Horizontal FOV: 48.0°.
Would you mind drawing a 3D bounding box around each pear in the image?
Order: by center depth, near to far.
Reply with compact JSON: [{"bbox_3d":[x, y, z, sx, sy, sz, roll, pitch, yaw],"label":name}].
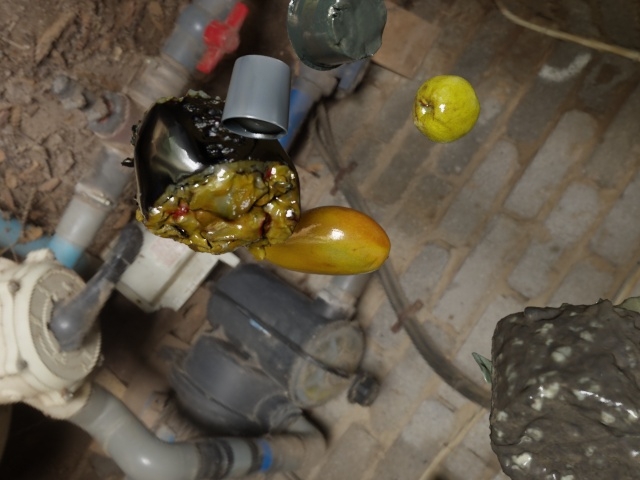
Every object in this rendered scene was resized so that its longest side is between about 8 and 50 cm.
[{"bbox_3d":[0.269,-0.285,1.561,0.162,0.149,0.148,-11,126,-56],"label":"pear"}]

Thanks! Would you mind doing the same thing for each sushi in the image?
[{"bbox_3d":[-0.148,-0.075,0.990,0.213,0.204,0.200,-11,161,-33],"label":"sushi"}]

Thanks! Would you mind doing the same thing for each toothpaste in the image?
[{"bbox_3d":[0.349,0.255,1.221,0.255,0.067,0.037,30,117,-30],"label":"toothpaste"}]

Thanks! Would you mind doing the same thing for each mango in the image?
[{"bbox_3d":[0.000,0.000,1.297,0.138,0.253,0.113,79,17,-50],"label":"mango"}]

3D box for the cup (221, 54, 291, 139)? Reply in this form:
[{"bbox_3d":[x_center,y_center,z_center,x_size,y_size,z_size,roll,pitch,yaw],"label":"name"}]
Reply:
[{"bbox_3d":[-0.076,-0.164,0.845,0.078,0.100,0.077,12,79,-25],"label":"cup"}]

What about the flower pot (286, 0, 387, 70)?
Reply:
[{"bbox_3d":[0.036,-0.361,1.192,0.157,0.107,0.157,-10,107,-36],"label":"flower pot"}]

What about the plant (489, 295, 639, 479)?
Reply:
[{"bbox_3d":[0.349,0.175,0.968,0.213,0.215,0.312,64,36,-25],"label":"plant"}]
